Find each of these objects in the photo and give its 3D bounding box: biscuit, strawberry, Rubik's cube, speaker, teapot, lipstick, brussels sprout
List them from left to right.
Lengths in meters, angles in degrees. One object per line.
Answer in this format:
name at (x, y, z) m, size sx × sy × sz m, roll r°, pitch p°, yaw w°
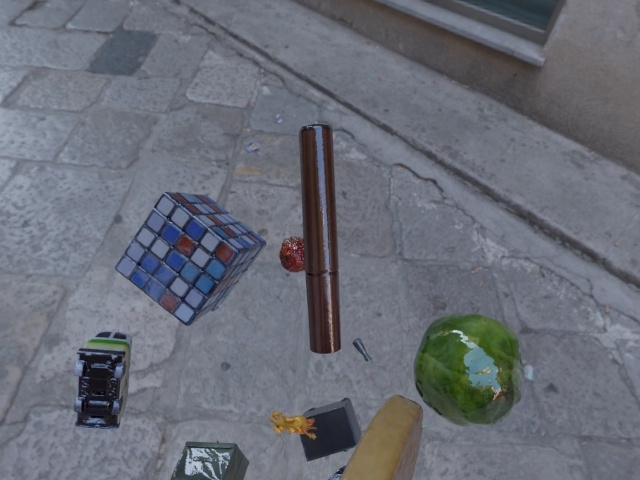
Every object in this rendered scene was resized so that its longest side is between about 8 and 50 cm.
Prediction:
Rubik's cube at (-0.391, 0.043, 1.286) m, size 0.293 × 0.292 × 0.287 m, roll 38°, pitch 98°, yaw 5°
strawberry at (-0.051, 0.032, 0.887) m, size 0.083 × 0.083 × 0.096 m, roll 11°, pitch 18°, yaw 5°
lipstick at (0.000, 0.000, 0.648) m, size 0.057 × 0.356 × 0.057 m, roll -2°, pitch 6°, yaw 0°
speaker at (0.042, 0.825, 1.793) m, size 0.232 × 0.254 × 0.184 m, roll -19°, pitch 75°, yaw 5°
biscuit at (0.033, 0.339, 0.419) m, size 0.057 × 0.312 × 0.351 m, roll 13°, pitch 86°, yaw 25°
teapot at (0.190, 0.497, 1.841) m, size 0.043 × 0.043 × 0.110 m, roll -32°, pitch 87°, yaw -28°
brussels sprout at (0.319, 0.278, 0.859) m, size 0.210 × 0.271 × 0.219 m, roll -4°, pitch 59°, yaw 50°

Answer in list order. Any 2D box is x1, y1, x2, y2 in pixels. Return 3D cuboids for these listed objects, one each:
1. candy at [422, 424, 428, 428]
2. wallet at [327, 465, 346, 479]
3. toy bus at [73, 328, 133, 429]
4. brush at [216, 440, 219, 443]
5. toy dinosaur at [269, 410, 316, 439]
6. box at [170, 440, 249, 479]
candy at (0.302, 0.717, 1.507) m, size 0.288 × 0.078 × 0.084 m, roll 4°, pitch 2°, yaw -34°
wallet at (0.064, 0.926, 1.367) m, size 0.262 × 0.071 × 0.221 m, roll -38°, pitch 28°, yaw -21°
toy bus at (-0.725, 0.464, 1.375) m, size 0.143 × 0.305 × 0.179 m, roll 8°, pitch 19°, yaw -14°
brush at (-0.426, 0.904, 1.769) m, size 0.008 × 0.024 × 0.083 m, roll -35°, pitch 95°, yaw -23°
toy dinosaur at (-0.075, 0.625, 1.382) m, size 0.117 × 0.288 × 0.070 m, roll 18°, pitch 70°, yaw -38°
box at (-0.426, 0.890, 1.584) m, size 0.231 × 0.155 × 0.149 m, roll -6°, pitch 34°, yaw 17°
